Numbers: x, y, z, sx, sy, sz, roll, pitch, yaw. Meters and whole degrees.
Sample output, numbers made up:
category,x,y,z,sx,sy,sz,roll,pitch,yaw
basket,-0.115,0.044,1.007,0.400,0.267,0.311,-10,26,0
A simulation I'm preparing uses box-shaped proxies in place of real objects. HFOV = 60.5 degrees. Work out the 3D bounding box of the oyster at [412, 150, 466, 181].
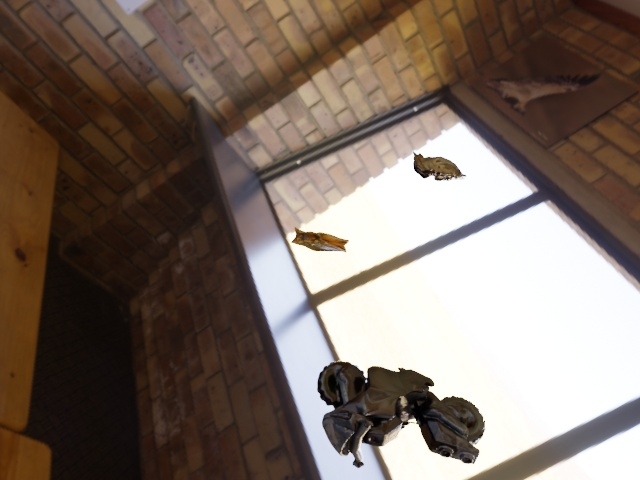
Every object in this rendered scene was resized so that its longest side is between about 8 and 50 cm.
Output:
category,x,y,z,sx,sy,sz,roll,pitch,yaw
oyster,0.216,-0.121,0.976,0.132,0.029,0.086,19,31,-19

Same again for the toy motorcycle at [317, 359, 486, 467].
category,x,y,z,sx,sy,sz,roll,pitch,yaw
toy motorcycle,0.114,0.276,0.840,0.159,0.270,0.106,-62,164,-50

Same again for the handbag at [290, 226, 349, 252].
category,x,y,z,sx,sy,sz,roll,pitch,yaw
handbag,0.000,0.000,0.886,0.061,0.027,0.083,21,-11,-39
